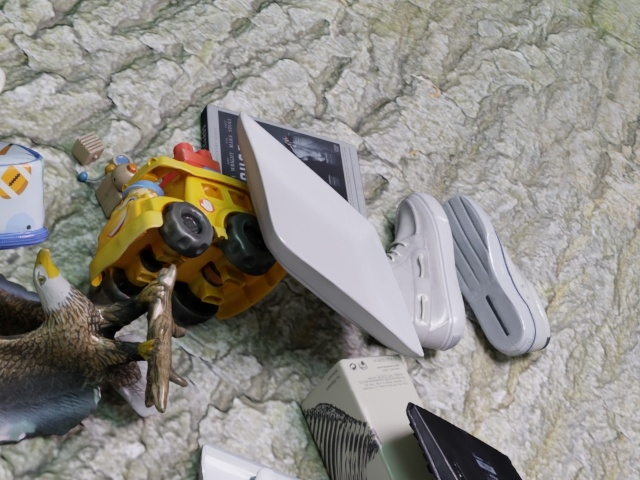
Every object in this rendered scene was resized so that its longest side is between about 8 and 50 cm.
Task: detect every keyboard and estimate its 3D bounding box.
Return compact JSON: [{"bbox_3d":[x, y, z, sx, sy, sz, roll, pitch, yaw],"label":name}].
[{"bbox_3d":[0.200,0.301,1.478,0.317,0.033,0.201,35,21,-55],"label":"keyboard"}]

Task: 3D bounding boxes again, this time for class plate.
[{"bbox_3d":[0.000,0.000,1.562,0.277,0.045,0.278,41,18,-34],"label":"plate"}]

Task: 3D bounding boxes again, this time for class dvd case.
[{"bbox_3d":[-0.050,-0.091,1.780,0.239,0.029,0.179,14,46,-24],"label":"dvd case"}]

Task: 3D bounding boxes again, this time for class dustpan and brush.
[{"bbox_3d":[-0.071,0.312,1.382,0.147,0.060,0.211,24,43,-14],"label":"dustpan and brush"}]

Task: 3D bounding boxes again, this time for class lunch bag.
[{"bbox_3d":[-0.433,-0.041,1.269,0.303,0.114,0.243,-5,12,-27],"label":"lunch bag"}]

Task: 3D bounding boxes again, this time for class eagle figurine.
[{"bbox_3d":[-0.300,0.098,1.361,0.298,0.225,0.226,-6,5,4],"label":"eagle figurine"}]

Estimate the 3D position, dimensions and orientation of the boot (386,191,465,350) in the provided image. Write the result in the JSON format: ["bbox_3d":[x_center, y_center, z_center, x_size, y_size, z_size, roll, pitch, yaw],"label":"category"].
[{"bbox_3d":[0.110,0.030,1.732,0.123,0.095,0.258,9,46,-22],"label":"boot"}]

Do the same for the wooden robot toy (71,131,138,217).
[{"bbox_3d":[-0.244,-0.076,1.601,0.076,0.079,0.173,-10,60,-39],"label":"wooden robot toy"}]

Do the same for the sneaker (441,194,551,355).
[{"bbox_3d":[0.243,0.053,1.817,0.091,0.094,0.258,14,48,-49],"label":"sneaker"}]

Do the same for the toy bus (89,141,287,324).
[{"bbox_3d":[-0.168,-0.029,1.527,0.220,0.149,0.211,16,47,-42],"label":"toy bus"}]

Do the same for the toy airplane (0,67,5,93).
[{"bbox_3d":[-0.590,-0.265,1.394,0.386,0.272,0.384,-22,68,-44],"label":"toy airplane"}]

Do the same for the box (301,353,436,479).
[{"bbox_3d":[0.083,0.276,1.483,0.094,0.113,0.275,-2,53,-35],"label":"box"}]
